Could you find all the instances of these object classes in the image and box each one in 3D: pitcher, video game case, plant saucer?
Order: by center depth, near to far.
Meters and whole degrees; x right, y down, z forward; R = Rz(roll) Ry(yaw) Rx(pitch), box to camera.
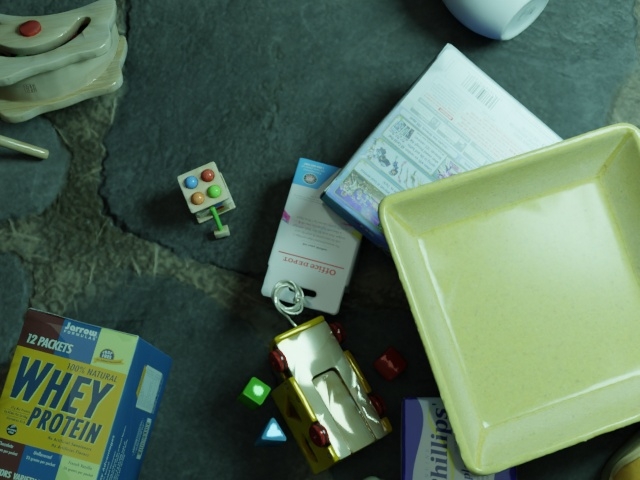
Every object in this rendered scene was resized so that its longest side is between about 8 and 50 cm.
[{"bbox_3d":[0.263,0.066,1.526,0.333,0.081,0.332,-18,83,-9],"label":"plant saucer"},{"bbox_3d":[0.178,-0.061,1.605,0.269,0.061,0.244,40,79,-2],"label":"video game case"},{"bbox_3d":[0.202,-0.370,1.653,0.125,0.177,0.207,-28,70,-39],"label":"pitcher"}]

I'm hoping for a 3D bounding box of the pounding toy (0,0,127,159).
[{"bbox_3d":[-0.379,-0.212,1.720,0.270,0.155,0.154,-19,48,-9],"label":"pounding toy"}]

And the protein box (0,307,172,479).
[{"bbox_3d":[-0.283,0.204,1.552,0.136,0.201,0.199,14,79,8],"label":"protein box"}]

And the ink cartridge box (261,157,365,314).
[{"bbox_3d":[0.000,0.000,1.642,0.104,0.061,0.181,15,79,7],"label":"ink cartridge box"}]

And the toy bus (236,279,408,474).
[{"bbox_3d":[-0.008,0.180,1.581,0.191,0.104,0.202,23,60,-13],"label":"toy bus"}]

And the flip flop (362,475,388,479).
[{"bbox_3d":[0.053,0.412,1.516,0.080,0.112,0.277,5,72,-25],"label":"flip flop"}]

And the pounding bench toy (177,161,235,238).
[{"bbox_3d":[-0.139,-0.048,1.663,0.052,0.065,0.083,-23,77,0],"label":"pounding bench toy"}]

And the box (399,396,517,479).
[{"bbox_3d":[0.163,0.254,1.566,0.137,0.072,0.126,0,77,3],"label":"box"}]

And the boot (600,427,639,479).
[{"bbox_3d":[0.405,0.343,1.522,0.211,0.104,0.295,44,90,7],"label":"boot"}]
